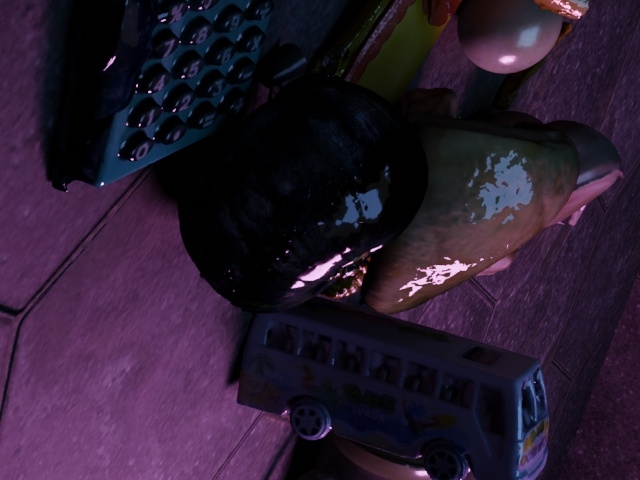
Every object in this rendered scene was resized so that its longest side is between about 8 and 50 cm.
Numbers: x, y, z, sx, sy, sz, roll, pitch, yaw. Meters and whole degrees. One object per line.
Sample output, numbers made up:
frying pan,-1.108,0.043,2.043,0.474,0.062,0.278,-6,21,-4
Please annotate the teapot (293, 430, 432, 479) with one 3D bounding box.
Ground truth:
teapot,0.032,0.362,2.178,0.270,0.200,0.337,-5,124,-39

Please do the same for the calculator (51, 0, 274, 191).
calculator,-0.103,-0.175,1.318,0.248,0.058,0.274,-32,144,-57

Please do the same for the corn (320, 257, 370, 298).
corn,0.000,0.000,1.772,0.080,0.080,0.231,-61,161,-11

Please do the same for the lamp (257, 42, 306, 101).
lamp,-0.043,-0.121,1.586,0.054,0.041,0.121,-39,147,-36

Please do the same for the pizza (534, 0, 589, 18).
pizza,0.195,-0.311,1.855,0.062,0.182,0.161,-57,-155,19

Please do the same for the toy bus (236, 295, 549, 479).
toy bus,0.079,0.155,1.796,0.109,0.329,0.136,-27,129,-61

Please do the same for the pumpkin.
pumpkin,-0.016,-0.037,1.502,0.233,0.163,0.233,-39,172,-6

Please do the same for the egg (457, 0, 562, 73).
egg,0.221,-0.254,1.982,0.152,0.114,0.114,-39,149,-43

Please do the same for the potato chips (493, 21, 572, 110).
potato chips,0.291,-0.244,2.320,0.204,0.026,0.037,-50,160,-37

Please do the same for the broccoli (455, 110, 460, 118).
broccoli,0.118,-0.084,1.920,0.162,0.138,0.146,32,87,-31

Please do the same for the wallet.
wallet,0.075,-0.214,1.728,0.241,0.067,0.141,-59,158,-15

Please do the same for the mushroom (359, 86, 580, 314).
mushroom,0.138,-0.025,1.726,0.292,0.211,0.218,-123,-138,-72

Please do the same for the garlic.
garlic,0.270,-0.054,2.235,0.292,0.210,0.237,-24,130,-50
